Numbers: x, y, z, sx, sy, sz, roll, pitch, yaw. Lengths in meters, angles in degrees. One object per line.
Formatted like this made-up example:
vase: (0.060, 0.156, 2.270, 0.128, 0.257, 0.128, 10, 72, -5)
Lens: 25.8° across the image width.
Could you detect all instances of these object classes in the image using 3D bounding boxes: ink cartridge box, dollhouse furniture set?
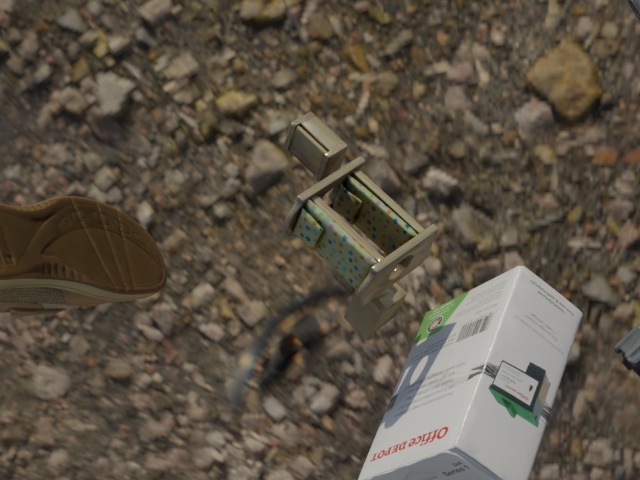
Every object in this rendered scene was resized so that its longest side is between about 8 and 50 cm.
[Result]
ink cartridge box: (0.145, 0.153, 1.351, 0.092, 0.160, 0.219, 37, 55, -16)
dollhouse furniture set: (0.000, 0.000, 1.404, 0.101, 0.161, 0.182, -34, 68, -34)

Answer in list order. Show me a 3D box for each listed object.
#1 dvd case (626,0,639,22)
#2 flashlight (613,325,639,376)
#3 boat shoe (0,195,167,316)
dvd case: (0.245, -0.172, 0.926, 0.087, 0.013, 0.119, -25, 55, 4)
flashlight: (0.532, 0.078, 1.854, 0.304, 0.103, 0.103, -43, 74, 1)
boat shoe: (-0.318, 0.024, 1.544, 0.110, 0.341, 0.121, -34, 64, 33)
